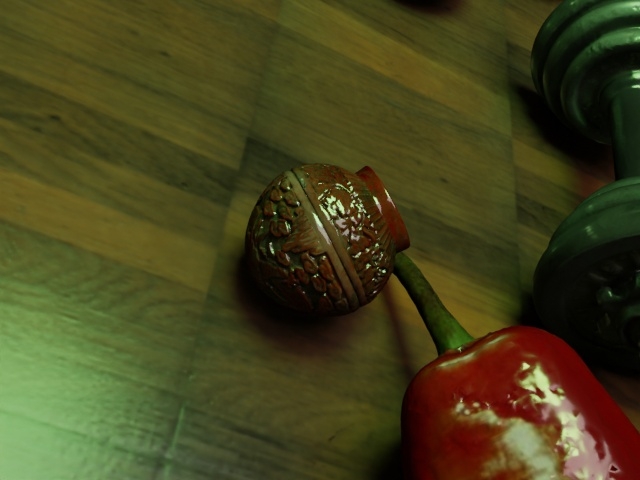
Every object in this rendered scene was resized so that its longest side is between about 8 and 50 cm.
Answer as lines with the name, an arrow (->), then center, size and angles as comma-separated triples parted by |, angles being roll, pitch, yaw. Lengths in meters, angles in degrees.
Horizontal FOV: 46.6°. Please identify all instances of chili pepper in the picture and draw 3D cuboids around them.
chili pepper -> 0.108, 0.121, 0.413 | 0.131, 0.134, 0.338 | 3, 57, -52

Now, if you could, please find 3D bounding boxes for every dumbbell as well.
dumbbell -> 0.267, -0.069, 0.623 | 0.179, 0.179, 0.406 | 26, 49, -14

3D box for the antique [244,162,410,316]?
antique -> 0.000, 0.000, 0.469 | 0.104, 0.104, 0.104 | 16, 52, -21
